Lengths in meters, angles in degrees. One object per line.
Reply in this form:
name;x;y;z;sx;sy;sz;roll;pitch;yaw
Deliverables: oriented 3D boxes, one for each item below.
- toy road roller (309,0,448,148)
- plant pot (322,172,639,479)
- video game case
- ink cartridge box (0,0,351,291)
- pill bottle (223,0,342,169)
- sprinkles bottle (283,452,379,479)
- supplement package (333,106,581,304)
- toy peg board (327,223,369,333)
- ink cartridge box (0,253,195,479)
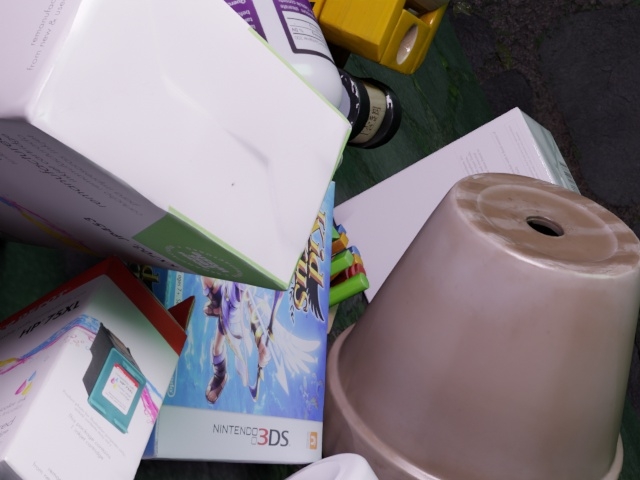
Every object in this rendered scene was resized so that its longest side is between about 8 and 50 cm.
toy road roller;0.010;-0.278;1.221;0.240;0.329;0.202;29;12;15
plant pot;0.179;0.099;0.970;0.323;0.280;0.323;13;29;-7
video game case;-0.073;0.049;0.820;0.244;0.061;0.269;24;66;-59
ink cartridge box;-0.187;-0.077;0.608;0.207;0.353;0.119;37;68;-47
pill bottle;-0.089;-0.209;1.061;0.181;0.181;0.323;16;51;-62
sprinkles bottle;0.071;0.358;0.824;0.355;0.121;0.121;60;21;-6
supplement package;0.197;-0.022;1.332;0.175;0.293;0.177;10;55;-63
toy peg board;0.000;0.000;1.153;0.161;0.079;0.160;56;22;-15
ink cartridge box;-0.165;0.098;0.581;0.078;0.134;0.231;53;22;-22
